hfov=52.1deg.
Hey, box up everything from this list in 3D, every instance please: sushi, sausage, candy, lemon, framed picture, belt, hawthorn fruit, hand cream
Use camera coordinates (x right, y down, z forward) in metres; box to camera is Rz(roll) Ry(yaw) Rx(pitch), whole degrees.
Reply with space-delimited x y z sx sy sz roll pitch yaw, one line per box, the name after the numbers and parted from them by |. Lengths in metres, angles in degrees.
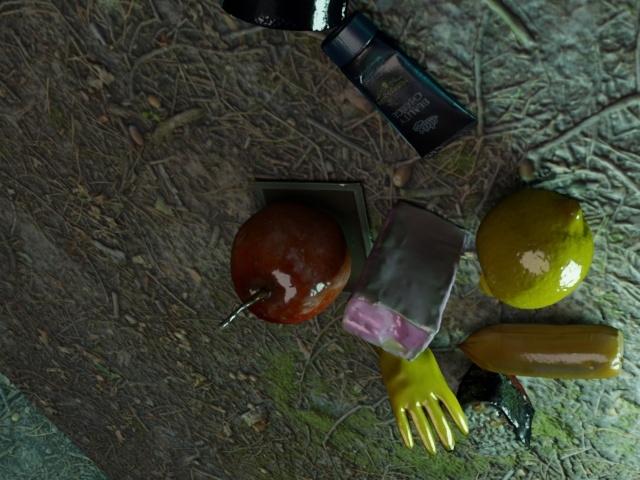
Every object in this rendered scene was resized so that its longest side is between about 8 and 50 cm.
0.373 0.364 1.402 0.136 0.126 0.225 -10 124 31 | sushi
0.412 0.212 1.272 0.328 0.112 0.112 -4 126 31 | sausage
0.149 0.068 1.159 0.155 0.265 0.116 28 137 1 | candy
0.345 0.015 1.077 0.186 0.187 0.244 29 134 0 | lemon
0.000 0.000 1.340 0.230 0.018 0.293 4 129 23 | framed picture
-0.055 -0.372 0.952 0.198 0.151 0.078 0 135 -10 | belt
-0.051 0.053 1.247 0.235 0.263 0.231 -39 130 15 | hawthorn fruit
0.124 -0.247 1.055 0.270 0.061 0.120 39 129 -20 | hand cream

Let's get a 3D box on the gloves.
0.189 0.293 1.328 0.133 0.116 0.295 -24 77 1 | gloves
